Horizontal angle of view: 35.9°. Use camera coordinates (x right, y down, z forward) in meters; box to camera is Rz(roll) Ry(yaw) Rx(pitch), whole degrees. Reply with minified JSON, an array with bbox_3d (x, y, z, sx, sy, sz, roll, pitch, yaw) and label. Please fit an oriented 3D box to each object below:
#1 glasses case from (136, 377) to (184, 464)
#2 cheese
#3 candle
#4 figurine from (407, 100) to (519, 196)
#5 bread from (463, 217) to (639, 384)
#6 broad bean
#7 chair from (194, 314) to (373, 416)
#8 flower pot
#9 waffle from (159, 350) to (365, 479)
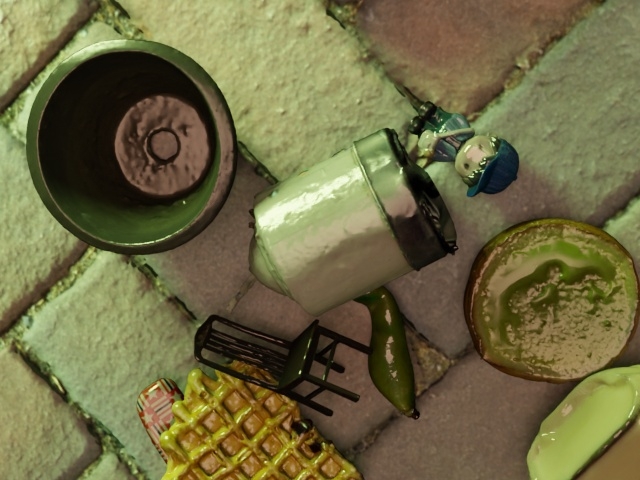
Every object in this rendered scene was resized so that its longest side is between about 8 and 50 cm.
[{"bbox_3d":[-0.189,0.284,1.381,0.073,0.049,0.194,-33,93,-11],"label":"glasses case"},{"bbox_3d":[0.405,0.287,1.264,0.233,0.127,0.266,32,108,-15],"label":"cheese"},{"bbox_3d":[0.000,0.000,1.260,0.330,0.187,0.187,-27,94,11],"label":"candle"},{"bbox_3d":[0.184,-0.115,1.280,0.149,0.087,0.086,38,99,16],"label":"figurine"},{"bbox_3d":[0.300,0.080,1.292,0.236,0.070,0.236,1,99,5],"label":"bread"},{"bbox_3d":[0.090,0.147,1.335,0.070,0.048,0.214,-20,94,8],"label":"broad bean"},{"bbox_3d":[-0.052,0.147,1.288,0.212,0.101,0.084,26,58,-14],"label":"chair"},{"bbox_3d":[-0.221,-0.121,1.277,0.269,0.166,0.269,1,97,9],"label":"flower pot"},{"bbox_3d":[-0.078,0.304,1.344,0.283,0.065,0.309,3,88,-9],"label":"waffle"}]
